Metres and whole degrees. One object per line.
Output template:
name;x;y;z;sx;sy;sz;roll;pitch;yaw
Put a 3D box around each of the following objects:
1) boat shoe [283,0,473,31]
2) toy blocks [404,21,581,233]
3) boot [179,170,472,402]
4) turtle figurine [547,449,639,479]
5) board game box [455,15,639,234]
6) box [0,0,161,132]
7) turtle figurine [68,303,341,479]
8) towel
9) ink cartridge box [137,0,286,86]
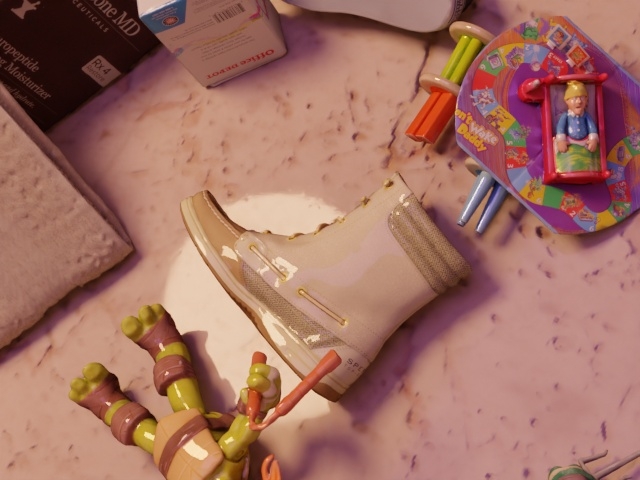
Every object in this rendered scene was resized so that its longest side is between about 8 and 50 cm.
boat shoe;0.033;-0.243;0.949;0.228;0.076;0.080;20;123;27
toy blocks;0.121;-0.089;0.864;0.123;0.054;0.148;26;82;27
boot;0.000;0.000;0.868;0.165;0.077;0.213;-43;66;3
turtle figurine;0.206;0.207;0.690;0.175;0.118;0.234;38;93;29
board game box;0.185;-0.088;0.807;0.168;0.033;0.133;43;83;2
box;-0.289;-0.224;1.016;0.203;0.168;0.167;-35;61;7
turtle figurine;-0.096;0.147;0.842;0.270;0.087;0.217;-56;50;14
towel;-0.321;-0.043;0.935;0.187;0.282;0.049;-36;20;7
ink cartridge box;-0.094;-0.198;0.955;0.088;0.122;0.052;-20;61;14
